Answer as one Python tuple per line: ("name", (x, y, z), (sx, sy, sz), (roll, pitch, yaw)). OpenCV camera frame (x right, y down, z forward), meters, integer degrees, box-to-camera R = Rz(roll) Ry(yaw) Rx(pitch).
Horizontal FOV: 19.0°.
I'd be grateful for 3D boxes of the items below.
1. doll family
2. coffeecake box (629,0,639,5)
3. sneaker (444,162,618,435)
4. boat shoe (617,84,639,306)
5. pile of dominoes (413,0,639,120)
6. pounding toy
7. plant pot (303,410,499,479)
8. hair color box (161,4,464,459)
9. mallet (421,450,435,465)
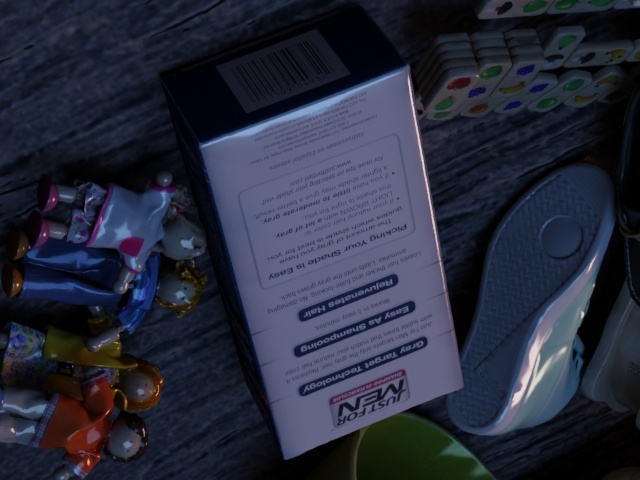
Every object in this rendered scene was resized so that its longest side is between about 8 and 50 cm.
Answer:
("doll family", (-0.176, 0.057, 1.513), (0.163, 0.118, 0.263), (13, 101, -26))
("coffeecake box", (0.248, -0.288, 1.413), (0.068, 0.142, 0.185), (-5, 127, -23))
("sneaker", (0.204, 0.053, 1.707), (0.151, 0.094, 0.256), (11, 106, -62))
("boat shoe", (0.281, -0.038, 1.609), (0.069, 0.081, 0.227), (-16, 123, -32))
("pile of dominoes", (0.195, -0.135, 1.513), (0.251, 0.040, 0.196), (-6, 157, -22))
("pounding toy", (0.346, 0.123, 1.748), (0.154, 0.155, 0.269), (-8, 123, -51))
("plant pot", (0.019, 0.344, 1.738), (0.293, 0.274, 0.275), (-37, 134, 27))
("hair color box", (0.000, 0.000, 1.539), (0.174, 0.105, 0.347), (-21, 131, -10))
("mallet", (0.122, 0.269, 1.857), (0.062, 0.039, 0.189), (-31, 127, 2))
